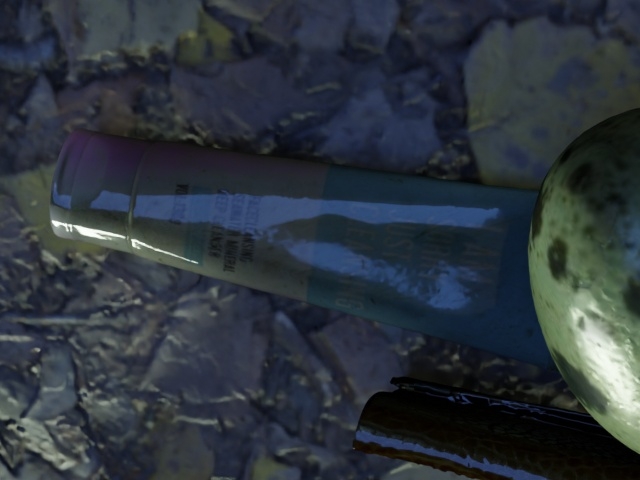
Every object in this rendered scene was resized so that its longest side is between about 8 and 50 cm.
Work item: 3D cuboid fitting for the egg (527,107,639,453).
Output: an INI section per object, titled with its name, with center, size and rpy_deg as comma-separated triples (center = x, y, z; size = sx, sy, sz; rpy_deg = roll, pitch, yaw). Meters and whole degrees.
[egg]
center = 0.191, 0.022, 0.727
size = 0.177, 0.177, 0.228
rpy_deg = -33, 134, 24

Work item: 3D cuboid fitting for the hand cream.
[hand cream]
center = 0.000, 0.000, 0.860
size = 0.312, 0.070, 0.111
rpy_deg = 11, 108, 10

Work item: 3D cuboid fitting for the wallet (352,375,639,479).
[wallet]
center = 0.148, 0.117, 0.814
size = 0.243, 0.133, 0.039
rpy_deg = 13, 97, 14
